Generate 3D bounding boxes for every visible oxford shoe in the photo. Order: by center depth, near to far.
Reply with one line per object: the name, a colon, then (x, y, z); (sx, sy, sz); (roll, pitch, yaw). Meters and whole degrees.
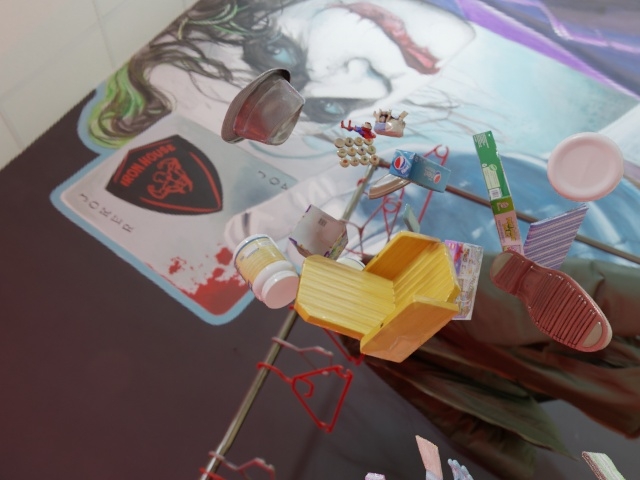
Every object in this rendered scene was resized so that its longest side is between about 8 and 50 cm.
oxford shoe: (0.515, 0.126, 1.101); (0.123, 0.130, 0.348); (-61, 22, 17)

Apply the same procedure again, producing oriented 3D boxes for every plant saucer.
plant saucer: (0.358, -0.069, 1.977); (0.192, 0.018, 0.067); (48, -126, -54)
plant saucer: (0.307, -0.249, 2.033); (0.277, 0.041, 0.278); (-30, 12, 7)

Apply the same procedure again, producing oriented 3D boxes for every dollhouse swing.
dollhouse swing: (0.146, 0.095, 1.387); (0.315, 0.304, 0.347); (-49, 16, 27)

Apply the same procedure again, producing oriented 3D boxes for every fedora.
fedora: (-0.136, -0.343, 1.400); (0.275, 0.124, 0.244); (-47, -8, -49)

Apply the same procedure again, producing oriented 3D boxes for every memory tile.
memory tile: (0.126, -0.309, 1.755); (0.012, 0.147, 0.113); (127, 132, -67)

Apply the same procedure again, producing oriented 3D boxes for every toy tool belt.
toy tool belt: (0.124, -0.229, 0.975); (0.052, 0.083, 0.051); (23, -99, -69)

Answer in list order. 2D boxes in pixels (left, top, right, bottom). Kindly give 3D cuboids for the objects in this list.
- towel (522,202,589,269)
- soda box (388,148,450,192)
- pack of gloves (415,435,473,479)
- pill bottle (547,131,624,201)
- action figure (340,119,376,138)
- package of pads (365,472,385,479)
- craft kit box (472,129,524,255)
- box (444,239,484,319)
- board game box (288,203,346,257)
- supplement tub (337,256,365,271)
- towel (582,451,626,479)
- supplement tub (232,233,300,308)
towel: (0.808, 0.022, 1.828); (0.243, 0.040, 0.336); (-19, -41, -14)
soda box: (0.280, -0.192, 1.421); (0.210, 0.067, 0.071); (11, -82, -48)
pack of gloves: (0.314, 0.634, 1.272); (0.046, 0.195, 0.232); (-20, -78, -29)
pill bottle: (0.629, -0.174, 1.211); (0.264, 0.153, 0.153); (-15, -51, -61)
action figure: (0.097, -0.263, 1.213); (0.115, 0.038, 0.030); (14, -99, -47)
package of pads: (0.157, 0.685, 1.404); (0.032, 0.050, 0.083); (-34, -65, -55)
craft kit box: (0.460, -0.112, 1.313); (0.247, 0.060, 0.250); (60, -156, -45)
box: (0.523, 0.154, 1.931); (0.200, 0.057, 0.294); (9, -88, -44)
board game box: (0.000, 0.000, 1.782); (0.142, 0.144, 0.275); (-56, -11, -7)
supplement tub: (0.064, 0.210, 2.175); (0.324, 0.235, 0.236); (-21, -46, -63)
towel: (0.837, 0.670, 1.486); (0.023, 0.152, 0.113); (-50, 41, 24)
supplement tub: (-0.158, 0.090, 1.506); (0.144, 0.200, 0.144); (-23, -42, -23)
